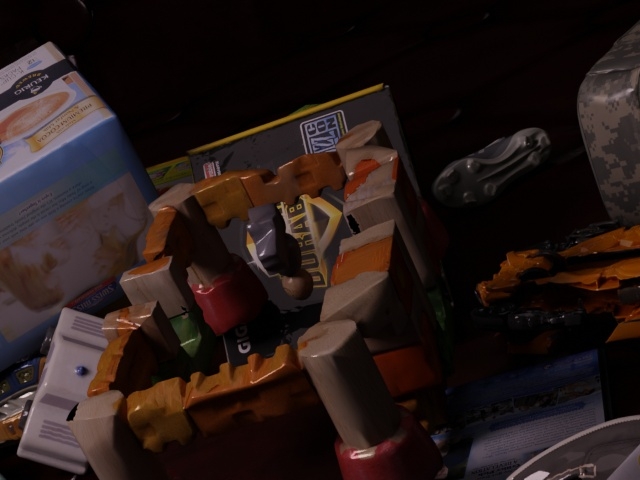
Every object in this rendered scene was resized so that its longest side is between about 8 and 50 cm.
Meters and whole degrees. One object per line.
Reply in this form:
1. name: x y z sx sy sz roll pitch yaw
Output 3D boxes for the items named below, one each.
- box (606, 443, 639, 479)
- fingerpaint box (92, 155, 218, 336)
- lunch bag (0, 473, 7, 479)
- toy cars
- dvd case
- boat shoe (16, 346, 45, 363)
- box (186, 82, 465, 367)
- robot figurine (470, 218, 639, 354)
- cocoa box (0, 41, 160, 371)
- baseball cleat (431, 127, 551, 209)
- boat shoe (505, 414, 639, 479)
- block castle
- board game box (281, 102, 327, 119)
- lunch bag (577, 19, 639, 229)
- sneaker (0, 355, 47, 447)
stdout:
1. box: 0.242 0.221 0.972 0.186 0.038 0.145 38 47 18
2. fingerpaint box: -0.106 -0.014 2.087 0.445 0.163 0.371 -17 17 12
3. lunch bag: -0.390 0.306 1.448 0.262 0.160 0.223 -32 18 -16
4. toy cars: -0.346 0.200 1.673 0.394 0.176 0.087 -31 -14 -29
5. dvd case: 0.178 0.177 1.407 0.180 0.022 0.253 -16 17 13
6. boat shoe: -0.476 0.156 2.143 0.228 0.079 0.081 -10 15 22
7. box: 0.000 0.000 1.770 0.257 0.079 0.322 -17 56 6
8. robot figurine: 0.294 0.046 1.568 0.291 0.085 0.211 -11 19 29
9. cocoa box: -0.376 -0.022 1.831 0.347 0.231 0.228 -32 39 -10
10. baseball cleat: 0.222 -0.090 2.133 0.206 0.072 0.109 -24 3 -26
11. boat shoe: 0.280 0.183 1.117 0.335 0.112 0.095 -13 13 12
12. block castle: -0.030 0.098 1.476 0.303 0.212 0.453 -18 27 16
13. board game box: -0.042 -0.121 1.989 0.092 0.043 0.181 1 27 47
14. lunch bag: 0.467 -0.151 1.754 0.256 0.212 0.305 -7 22 40
15. sneaker: -0.415 0.220 1.879 0.296 0.111 0.131 -18 0 3
